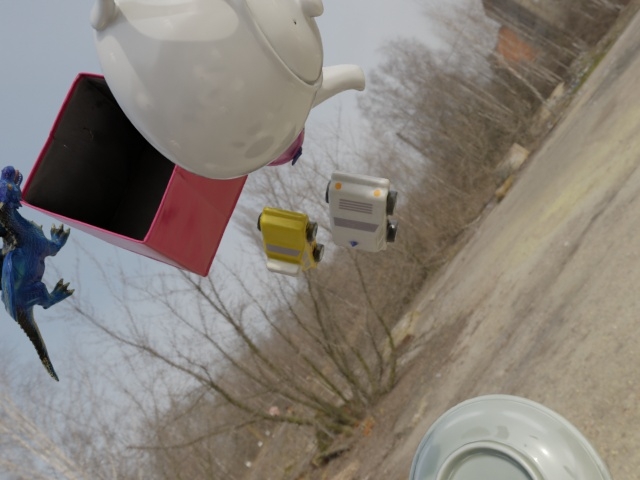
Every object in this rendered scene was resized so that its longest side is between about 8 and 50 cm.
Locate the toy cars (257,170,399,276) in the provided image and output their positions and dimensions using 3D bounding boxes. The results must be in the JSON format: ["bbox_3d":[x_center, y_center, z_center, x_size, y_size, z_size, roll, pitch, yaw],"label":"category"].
[{"bbox_3d":[0.000,0.000,0.872,0.394,0.176,0.087,-19,50,56],"label":"toy cars"}]

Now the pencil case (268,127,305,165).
[{"bbox_3d":[-0.077,-0.237,0.837,0.284,0.124,0.124,-92,24,-46],"label":"pencil case"}]

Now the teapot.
[{"bbox_3d":[-0.084,-0.198,0.541,0.187,0.252,0.256,-25,24,25],"label":"teapot"}]

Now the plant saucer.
[{"bbox_3d":[0.321,0.482,0.981,0.100,0.400,0.400,29,-81,-46],"label":"plant saucer"}]

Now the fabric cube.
[{"bbox_3d":[-0.315,-0.110,0.984,0.258,0.254,0.259,52,-125,-71],"label":"fabric cube"}]

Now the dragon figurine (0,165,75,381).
[{"bbox_3d":[-0.392,0.050,0.679,0.144,0.085,0.289,-25,-58,-77],"label":"dragon figurine"}]
